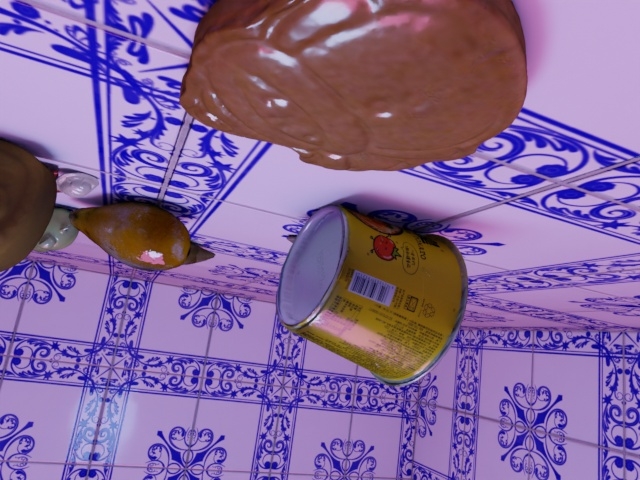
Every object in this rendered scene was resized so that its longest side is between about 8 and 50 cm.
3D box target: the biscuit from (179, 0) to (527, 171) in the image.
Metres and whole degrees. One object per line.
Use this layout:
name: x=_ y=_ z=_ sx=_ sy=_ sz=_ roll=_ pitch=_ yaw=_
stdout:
biscuit: x=0.026 y=-0.142 z=0.488 sx=0.351 sy=0.057 sz=0.312 roll=-4 pitch=161 yaw=41

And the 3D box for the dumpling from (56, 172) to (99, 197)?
dumpling: x=-0.482 y=-0.113 z=0.949 sx=0.077 sy=0.043 sz=0.059 roll=10 pitch=149 yaw=13

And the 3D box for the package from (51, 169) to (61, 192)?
package: x=-0.570 y=-0.115 z=0.984 sx=0.083 sy=0.022 sz=0.200 roll=-9 pitch=178 yaw=-25

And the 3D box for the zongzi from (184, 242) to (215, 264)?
zongzi: x=-0.395 y=0.031 z=1.448 sx=0.176 sy=0.079 sz=0.160 roll=1 pitch=169 yaw=-17

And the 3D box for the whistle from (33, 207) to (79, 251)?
whistle: x=-0.732 y=-0.030 z=1.288 sx=0.288 sy=0.131 sz=0.106 roll=1 pitch=136 yaw=40

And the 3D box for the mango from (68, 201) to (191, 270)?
mango: x=-0.441 y=-0.014 z=1.123 sx=0.316 sy=0.146 sz=0.193 roll=10 pitch=161 yaw=20

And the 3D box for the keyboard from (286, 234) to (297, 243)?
keyboard: x=0.000 y=0.000 z=1.193 sx=0.165 sy=0.017 sz=0.055 roll=1 pitch=161 yaw=27

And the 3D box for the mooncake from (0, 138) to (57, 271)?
mooncake: x=-0.564 y=-0.069 z=0.807 sx=0.234 sy=0.235 sz=0.117 roll=9 pitch=164 yaw=-3

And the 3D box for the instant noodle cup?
instant noodle cup: x=0.080 y=0.093 z=0.945 sx=0.254 sy=0.326 sz=0.325 roll=23 pitch=162 yaw=-24
